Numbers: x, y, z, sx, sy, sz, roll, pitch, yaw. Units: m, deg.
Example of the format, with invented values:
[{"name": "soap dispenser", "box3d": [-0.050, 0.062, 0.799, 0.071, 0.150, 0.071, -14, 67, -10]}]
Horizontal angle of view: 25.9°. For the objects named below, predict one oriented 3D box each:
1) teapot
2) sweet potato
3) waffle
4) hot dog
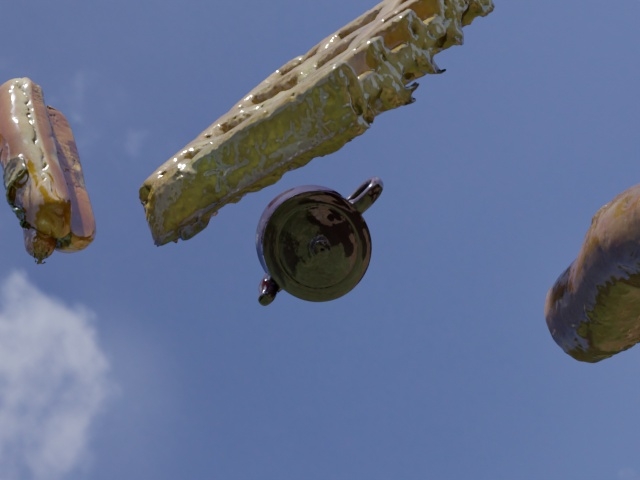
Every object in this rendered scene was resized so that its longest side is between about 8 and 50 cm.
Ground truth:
[{"name": "teapot", "box3d": [0.000, 0.000, 0.805, 0.100, 0.045, 0.068, -45, -78, -1]}, {"name": "sweet potato", "box3d": [0.183, -0.018, 0.592, 0.281, 0.067, 0.059, -43, 16, 57]}, {"name": "waffle", "box3d": [-0.007, -0.140, 1.401, 0.077, 0.304, 0.348, 56, -142, -11]}, {"name": "hot dog", "box3d": [-0.291, -0.073, 1.437, 0.072, 0.269, 0.109, -30, -48, 8]}]
